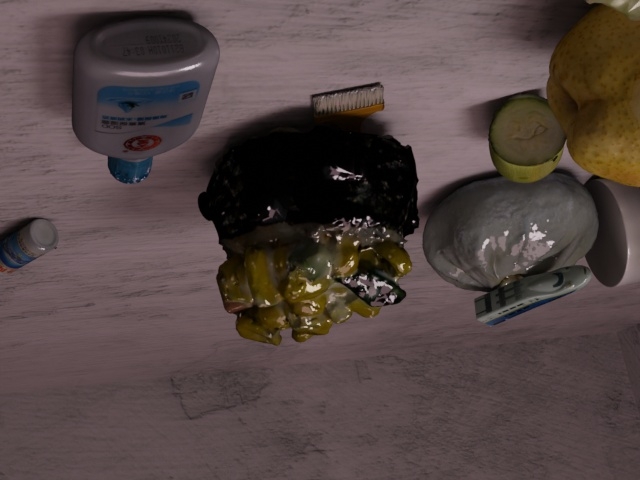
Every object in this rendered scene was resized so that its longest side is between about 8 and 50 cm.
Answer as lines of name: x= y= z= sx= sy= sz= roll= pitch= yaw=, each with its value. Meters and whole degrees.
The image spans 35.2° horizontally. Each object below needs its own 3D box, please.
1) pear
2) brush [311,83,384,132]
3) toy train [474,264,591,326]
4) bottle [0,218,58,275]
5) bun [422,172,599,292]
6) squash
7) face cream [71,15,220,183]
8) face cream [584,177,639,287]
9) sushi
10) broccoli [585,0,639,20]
pear: x=0.417 y=-0.189 z=1.259 sx=0.271 sy=0.271 sz=0.271 roll=-10 pitch=163 yaw=-3
brush: x=0.044 y=-0.166 z=1.513 sx=0.103 sy=0.013 sz=0.272 roll=-11 pitch=164 yaw=0
toy train: x=0.390 y=0.095 z=1.864 sx=0.051 sy=0.052 sz=0.234 roll=22 pitch=144 yaw=-37
bottle: x=-0.524 y=0.025 z=1.700 sx=0.217 sy=0.060 sz=0.060 roll=-24 pitch=159 yaw=39
bun: x=0.376 y=-0.003 z=1.948 sx=0.354 sy=0.194 sz=0.354 roll=-9 pitch=164 yaw=-3
squash: x=0.318 y=-0.147 z=1.577 sx=0.123 sy=0.123 sz=0.186 roll=-12 pitch=168 yaw=5
face cream: x=-0.225 y=-0.159 z=1.241 sx=0.163 sy=0.080 sz=0.336 roll=-6 pitch=162 yaw=-17
face cream: x=0.638 y=-0.027 z=1.991 sx=0.179 sy=0.218 sz=0.218 roll=-9 pitch=163 yaw=-9
sushi: x=0.000 y=0.000 z=1.534 sx=0.328 sy=0.285 sz=0.329 roll=6 pitch=161 yaw=-32
broccoli: x=0.100 y=-0.298 z=0.552 sx=0.252 sy=0.361 sz=0.221 roll=-52 pitch=165 yaw=-2
